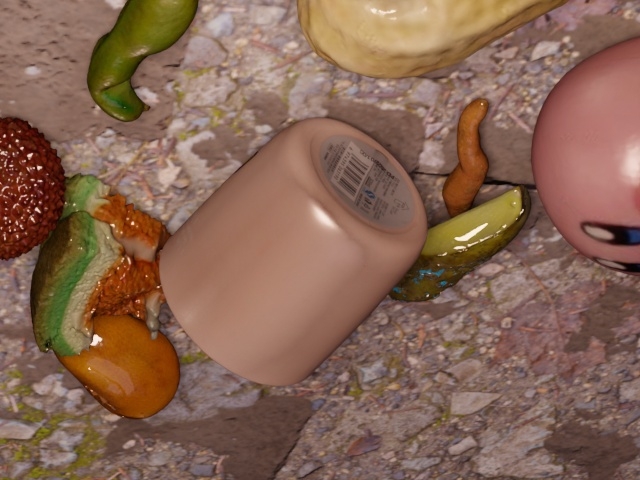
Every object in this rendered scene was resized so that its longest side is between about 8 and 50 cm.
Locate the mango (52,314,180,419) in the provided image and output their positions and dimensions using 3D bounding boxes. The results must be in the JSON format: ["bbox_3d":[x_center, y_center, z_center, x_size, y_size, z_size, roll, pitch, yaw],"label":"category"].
[{"bbox_3d":[-0.212,0.132,1.767,0.105,0.084,0.159,-33,138,17],"label":"mango"}]

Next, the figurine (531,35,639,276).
[{"bbox_3d":[0.305,-0.089,1.529,0.211,0.261,0.270,6,151,24],"label":"figurine"}]

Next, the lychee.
[{"bbox_3d":[-0.288,-0.050,1.490,0.123,0.123,0.129,-2,113,-12],"label":"lychee"}]

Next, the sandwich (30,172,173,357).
[{"bbox_3d":[-0.200,0.029,1.617,0.160,0.109,0.185,4,141,-15],"label":"sandwich"}]

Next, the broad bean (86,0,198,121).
[{"bbox_3d":[-0.148,-0.178,1.409,0.070,0.048,0.213,7,140,-22],"label":"broad bean"}]

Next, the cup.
[{"bbox_3d":[0.000,0.000,1.590,0.200,0.191,0.253,-45,161,32],"label":"cup"}]

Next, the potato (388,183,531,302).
[{"bbox_3d":[0.139,0.012,1.694,0.198,0.054,0.119,-30,162,20],"label":"potato"}]

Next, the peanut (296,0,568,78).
[{"bbox_3d":[0.129,-0.248,1.308,0.340,0.158,0.174,-26,111,12],"label":"peanut"}]

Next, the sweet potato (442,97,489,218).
[{"bbox_3d":[0.145,-0.069,1.630,0.044,0.044,0.179,-6,145,-7],"label":"sweet potato"}]
